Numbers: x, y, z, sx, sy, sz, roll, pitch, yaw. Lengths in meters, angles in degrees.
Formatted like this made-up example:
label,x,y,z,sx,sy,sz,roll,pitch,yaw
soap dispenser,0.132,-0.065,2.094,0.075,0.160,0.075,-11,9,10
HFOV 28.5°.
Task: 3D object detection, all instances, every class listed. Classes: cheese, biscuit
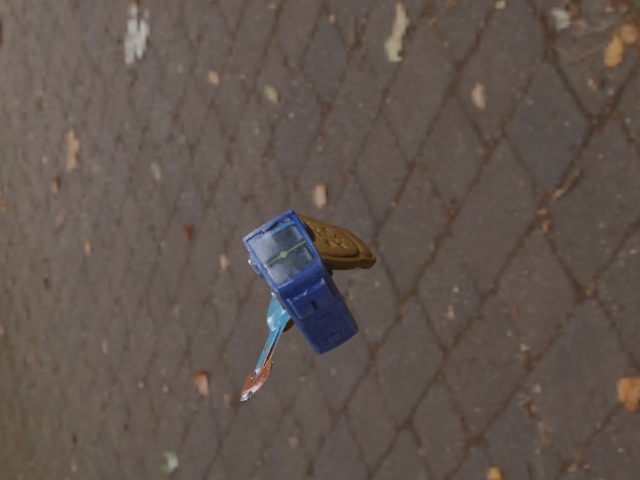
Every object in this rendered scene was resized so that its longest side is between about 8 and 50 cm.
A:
label,x,y,z,sx,sy,sz,roll,pitch,yaw
cheese,-0.057,0.117,1.822,0.106,0.037,0.256,-36,28,58
biscuit,0.001,-0.001,1.609,0.118,0.140,0.023,40,116,32

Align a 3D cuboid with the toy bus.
label,x,y,z,sx,sy,sz,roll,pitch,yaw
toy bus,-0.016,0.052,1.468,0.094,0.079,0.236,51,175,26
